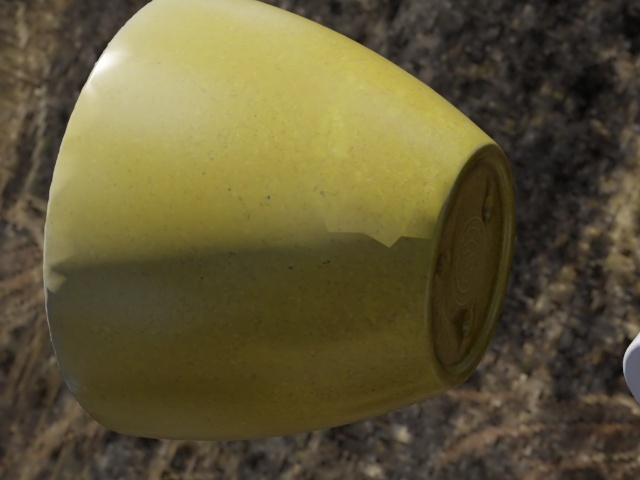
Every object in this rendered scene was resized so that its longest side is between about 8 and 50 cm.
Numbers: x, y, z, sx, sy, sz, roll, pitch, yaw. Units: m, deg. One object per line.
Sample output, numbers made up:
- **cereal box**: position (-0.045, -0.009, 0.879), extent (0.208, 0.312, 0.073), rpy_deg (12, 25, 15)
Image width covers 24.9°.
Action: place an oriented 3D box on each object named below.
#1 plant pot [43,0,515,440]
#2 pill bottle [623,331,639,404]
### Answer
- **plant pot**: position (0.000, 0.000, 0.414), extent (0.134, 0.095, 0.134), rpy_deg (-38, -47, -56)
- **pill bottle**: position (0.271, 0.023, 0.860), extent (0.215, 0.117, 0.117), rpy_deg (-43, -3, -31)
